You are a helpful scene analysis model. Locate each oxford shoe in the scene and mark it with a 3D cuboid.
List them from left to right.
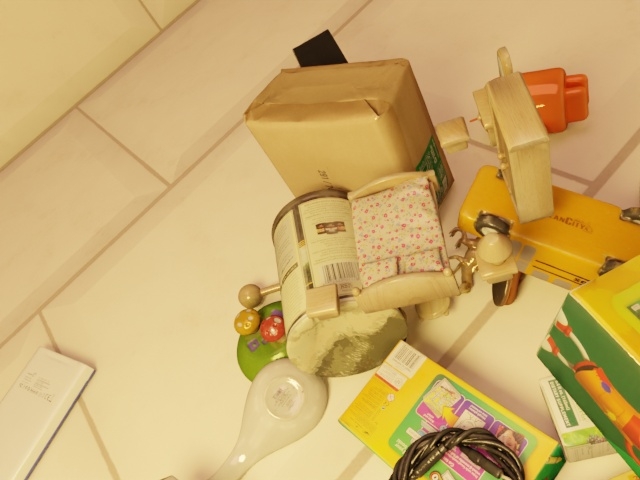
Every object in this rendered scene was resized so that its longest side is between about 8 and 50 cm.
[{"bbox_3d":[0.350,0.020,0.901,0.076,0.076,0.212,22,74,-1],"label":"oxford shoe"}]

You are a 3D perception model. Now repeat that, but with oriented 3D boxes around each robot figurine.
[{"bbox_3d":[0.416,-0.273,1.055,0.219,0.128,0.158,0,86,30],"label":"robot figurine"}]

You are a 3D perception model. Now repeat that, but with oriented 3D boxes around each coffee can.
[{"bbox_3d":[0.023,0.072,0.939,0.201,0.202,0.275,-24,43,11],"label":"coffee can"}]

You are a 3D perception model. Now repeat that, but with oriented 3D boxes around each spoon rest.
[{"bbox_3d":[-0.103,0.325,0.898,0.137,0.084,0.276,38,70,14],"label":"spoon rest"}]

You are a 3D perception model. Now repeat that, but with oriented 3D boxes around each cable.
[{"bbox_3d":[0.162,0.313,0.666,0.184,0.047,0.151,-11,51,24],"label":"cable"}]

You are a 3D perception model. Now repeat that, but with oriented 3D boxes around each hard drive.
[{"bbox_3d":[-0.671,0.410,1.189,0.210,0.040,0.319,7,58,34],"label":"hard drive"}]

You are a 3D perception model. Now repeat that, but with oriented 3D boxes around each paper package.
[{"bbox_3d":[0.068,-0.171,1.032,0.309,0.325,0.168,8,57,36],"label":"paper package"}]

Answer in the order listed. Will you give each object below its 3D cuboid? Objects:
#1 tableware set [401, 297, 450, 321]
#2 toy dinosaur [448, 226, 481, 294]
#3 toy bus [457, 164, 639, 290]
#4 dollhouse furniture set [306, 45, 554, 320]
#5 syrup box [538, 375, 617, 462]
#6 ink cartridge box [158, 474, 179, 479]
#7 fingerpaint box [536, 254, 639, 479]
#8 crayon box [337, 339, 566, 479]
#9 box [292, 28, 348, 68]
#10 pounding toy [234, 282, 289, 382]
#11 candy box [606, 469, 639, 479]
[{"bbox_3d":[0.160,0.104,0.966,0.168,0.020,0.141,-24,41,20],"label":"tableware set"},{"bbox_3d":[0.280,0.013,0.948,0.092,0.053,0.183,30,96,43],"label":"toy dinosaur"},{"bbox_3d":[0.377,0.004,0.779,0.332,0.130,0.108,23,70,20],"label":"toy bus"},{"bbox_3d":[0.118,-0.087,0.733,0.355,0.174,0.303,-15,53,16],"label":"dollhouse furniture set"},{"bbox_3d":[0.423,0.208,0.682,0.236,0.096,0.093,-20,49,16],"label":"syrup box"},{"bbox_3d":[-0.132,0.501,0.730,0.370,0.069,0.176,15,99,36],"label":"ink cartridge box"},{"bbox_3d":[0.529,0.133,0.523,0.444,0.163,0.371,-25,54,-12],"label":"fingerpaint box"},{"bbox_3d":[0.180,0.290,0.765,0.278,0.081,0.165,30,73,42],"label":"crayon box"},{"bbox_3d":[0.049,-0.319,1.211,0.103,0.261,0.184,-29,46,6],"label":"box"},{"bbox_3d":[-0.102,0.154,1.020,0.182,0.110,0.237,-19,48,15],"label":"pounding toy"},{"bbox_3d":[0.366,0.350,0.629,0.186,0.053,0.109,-26,46,7],"label":"candy box"}]
